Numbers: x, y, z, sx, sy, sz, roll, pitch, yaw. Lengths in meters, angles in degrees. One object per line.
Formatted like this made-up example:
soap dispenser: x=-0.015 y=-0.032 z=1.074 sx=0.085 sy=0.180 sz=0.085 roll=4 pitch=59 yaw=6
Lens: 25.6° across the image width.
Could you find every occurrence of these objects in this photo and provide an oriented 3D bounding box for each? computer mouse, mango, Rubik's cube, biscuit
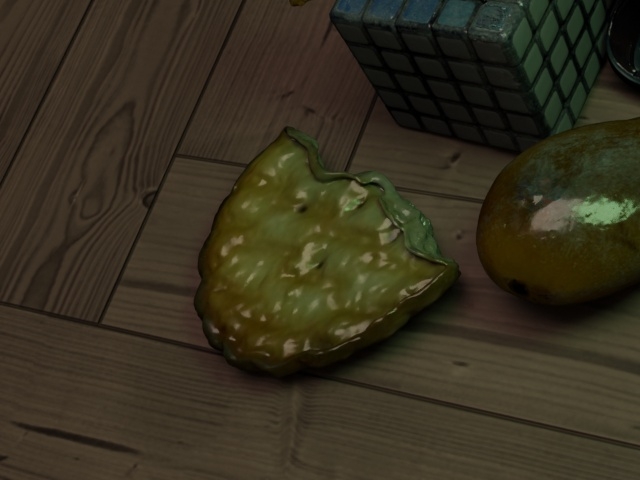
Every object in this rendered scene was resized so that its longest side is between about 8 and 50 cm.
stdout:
computer mouse: x=0.425 y=-0.271 z=1.607 sx=0.137 sy=0.096 sz=0.233 roll=29 pitch=75 yaw=33
mango: x=0.311 y=-0.045 z=1.505 sx=0.316 sy=0.146 sz=0.193 roll=-29 pitch=54 yaw=-12
Rubik's cube: x=0.189 y=-0.263 z=1.619 sx=0.237 sy=0.238 sz=0.237 roll=14 pitch=68 yaw=31
biscuit: x=0.000 y=0.000 z=1.651 sx=0.329 sy=0.078 sz=0.335 roll=-16 pitch=56 yaw=18

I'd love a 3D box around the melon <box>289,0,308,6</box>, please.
melon: x=0.047 y=-0.320 z=1.542 sx=0.182 sy=0.054 sz=0.098 roll=-10 pitch=63 yaw=27
